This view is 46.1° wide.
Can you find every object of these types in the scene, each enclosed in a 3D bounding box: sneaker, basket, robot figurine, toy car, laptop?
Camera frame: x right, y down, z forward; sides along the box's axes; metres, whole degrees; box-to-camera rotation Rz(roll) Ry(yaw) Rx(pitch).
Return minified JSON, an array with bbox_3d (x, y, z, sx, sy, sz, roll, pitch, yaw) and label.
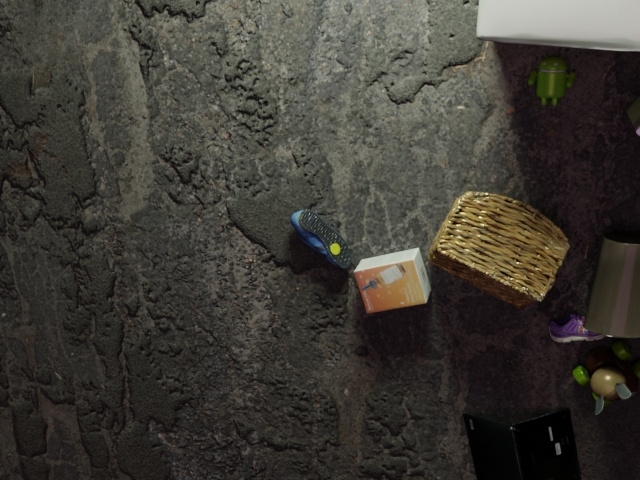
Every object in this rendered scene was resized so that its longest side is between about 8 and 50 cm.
[{"bbox_3d":[0.000,0.000,2.063,0.209,0.069,0.082,45,150,-12],"label":"sneaker"},{"bbox_3d":[0.671,0.218,1.923,0.170,0.068,0.071,-11,101,22],"label":"sneaker"},{"bbox_3d":[0.743,0.101,1.810,0.204,0.154,0.227,-3,105,-5],"label":"basket"},{"bbox_3d":[0.535,-0.371,1.739,0.101,0.067,0.115,10,113,27],"label":"robot figurine"},{"bbox_3d":[0.448,0.013,1.901,0.299,0.223,0.213,26,83,7],"label":"basket"},{"bbox_3d":[0.736,0.368,1.889,0.149,0.188,0.155,45,117,-2],"label":"toy car"},{"bbox_3d":[0.570,0.582,2.122,0.264,0.136,0.234,-16,107,-4],"label":"laptop"}]

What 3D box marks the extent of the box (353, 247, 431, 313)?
[{"bbox_3d":[0.195,0.109,2.018,0.170,0.091,0.130,-13,106,21],"label":"box"}]

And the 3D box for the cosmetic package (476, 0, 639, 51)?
[{"bbox_3d":[0.506,-0.608,1.513,0.327,0.329,0.394,7,113,15],"label":"cosmetic package"}]

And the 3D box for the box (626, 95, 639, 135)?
[{"bbox_3d":[0.777,-0.300,1.592,0.117,0.243,0.213,38,116,1],"label":"box"}]
